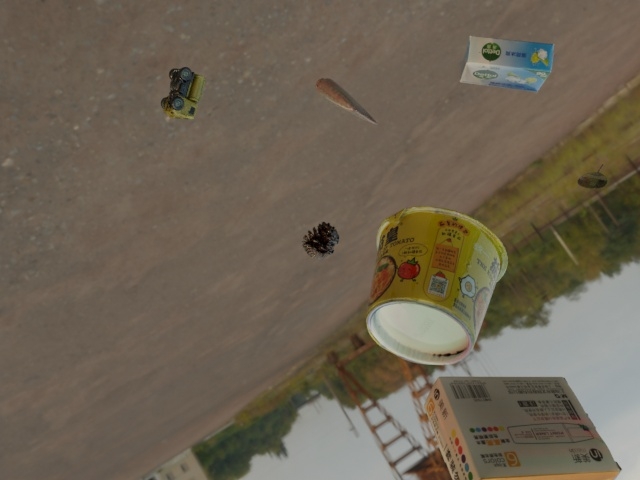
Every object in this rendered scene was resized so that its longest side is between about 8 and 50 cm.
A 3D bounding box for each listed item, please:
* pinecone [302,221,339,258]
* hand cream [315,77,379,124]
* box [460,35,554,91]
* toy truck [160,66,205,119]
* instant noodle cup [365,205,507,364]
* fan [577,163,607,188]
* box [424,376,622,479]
[{"bbox_3d":[0.000,0.000,1.505,0.077,0.077,0.083,107,7,-76],"label":"pinecone"},{"bbox_3d":[0.047,-0.285,1.420,0.067,0.209,0.043,26,104,-38],"label":"hand cream"},{"bbox_3d":[0.440,-0.419,1.666,0.194,0.073,0.139,8,175,6],"label":"box"},{"bbox_3d":[-0.227,-0.241,1.163,0.054,0.083,0.049,17,178,-37],"label":"toy truck"},{"bbox_3d":[0.253,0.118,1.628,0.325,0.326,0.254,-44,-162,51],"label":"instant noodle cup"},{"bbox_3d":[0.607,-0.136,1.534,0.080,0.060,0.003,-30,131,-7],"label":"fan"},{"bbox_3d":[0.344,0.342,1.216,0.274,0.220,0.091,4,127,-15],"label":"box"}]
